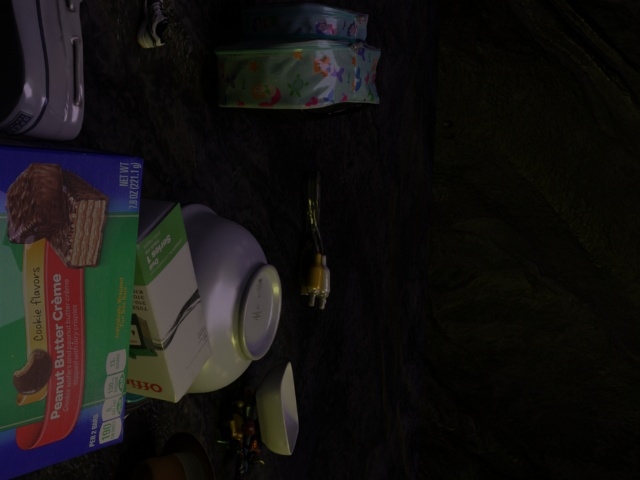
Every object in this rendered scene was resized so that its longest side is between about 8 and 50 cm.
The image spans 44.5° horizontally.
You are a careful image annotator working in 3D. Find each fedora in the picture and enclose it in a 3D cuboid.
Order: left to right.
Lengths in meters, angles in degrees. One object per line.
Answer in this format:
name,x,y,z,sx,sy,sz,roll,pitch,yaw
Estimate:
fedora,-0.214,0.358,1.066,0.079,0.194,0.194,12,84,-36

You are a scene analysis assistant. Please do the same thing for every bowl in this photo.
bowl,-0.144,0.098,1.163,0.298,0.134,0.297,7,90,-73
bowl,-0.077,0.296,1.380,0.142,0.053,0.141,-69,152,-80

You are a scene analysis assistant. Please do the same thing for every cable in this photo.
cable,0.000,0.000,1.669,0.139,0.072,0.287,8,88,-78

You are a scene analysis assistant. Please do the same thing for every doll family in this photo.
doll family,-0.133,0.355,1.375,0.111,0.076,0.193,-92,171,-54

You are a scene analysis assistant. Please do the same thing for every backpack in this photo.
backpack,-0.039,-0.271,1.212,0.253,0.225,0.191,-31,123,-55

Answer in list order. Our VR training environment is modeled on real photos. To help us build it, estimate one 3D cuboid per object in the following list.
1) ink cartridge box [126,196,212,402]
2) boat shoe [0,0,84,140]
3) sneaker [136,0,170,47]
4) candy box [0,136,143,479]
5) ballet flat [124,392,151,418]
ink cartridge box,-0.223,0.061,0.861,0.092,0.160,0.219,-58,149,-50
boat shoe,-0.251,-0.213,0.680,0.088,0.096,0.267,14,59,-58
sneaker,-0.205,-0.283,0.993,0.032,0.037,0.083,26,70,-69
candy box,-0.296,0.052,0.596,0.317,0.122,0.268,-4,101,-56
ballet flat,-0.266,0.197,0.942,0.203,0.074,0.074,-29,123,-72
